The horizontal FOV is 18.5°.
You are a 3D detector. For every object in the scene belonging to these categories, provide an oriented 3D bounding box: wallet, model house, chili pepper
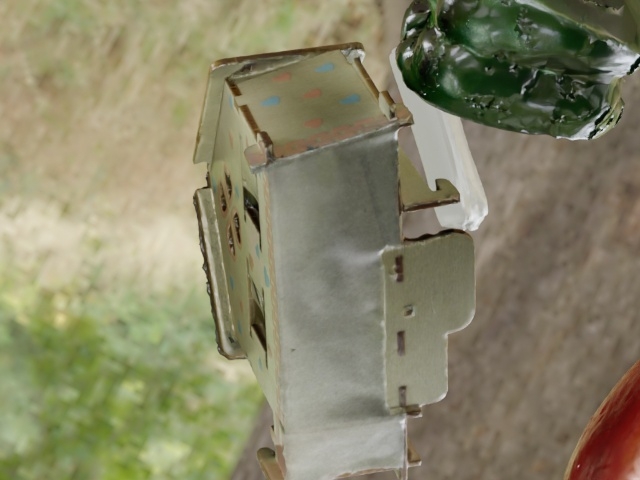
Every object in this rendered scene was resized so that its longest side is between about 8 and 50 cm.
[{"bbox_3d":[0.113,-0.099,1.858,0.095,0.033,0.190,162,91,-77],"label":"wallet"},{"bbox_3d":[0.000,0.000,1.543,0.244,0.169,0.326,-126,29,-57],"label":"model house"},{"bbox_3d":[0.119,-0.175,1.471,0.261,0.174,0.165,19,123,-4],"label":"chili pepper"}]

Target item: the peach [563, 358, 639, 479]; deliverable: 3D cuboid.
[{"bbox_3d":[0.321,0.235,1.266,0.388,0.388,0.388,23,160,9],"label":"peach"}]
